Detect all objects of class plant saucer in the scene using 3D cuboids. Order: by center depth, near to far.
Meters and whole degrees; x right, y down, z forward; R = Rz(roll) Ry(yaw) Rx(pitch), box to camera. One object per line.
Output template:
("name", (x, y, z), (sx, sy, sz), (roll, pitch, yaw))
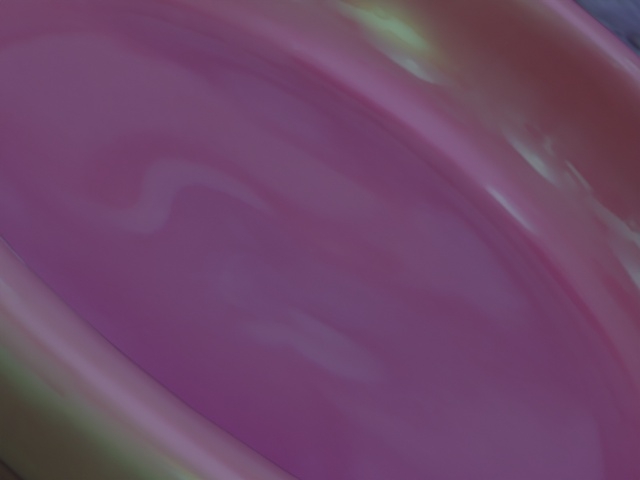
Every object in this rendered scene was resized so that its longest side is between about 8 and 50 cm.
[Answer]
("plant saucer", (0.000, 0.000, 0.501), (0.332, 0.084, 0.332), (26, 31, -17))
